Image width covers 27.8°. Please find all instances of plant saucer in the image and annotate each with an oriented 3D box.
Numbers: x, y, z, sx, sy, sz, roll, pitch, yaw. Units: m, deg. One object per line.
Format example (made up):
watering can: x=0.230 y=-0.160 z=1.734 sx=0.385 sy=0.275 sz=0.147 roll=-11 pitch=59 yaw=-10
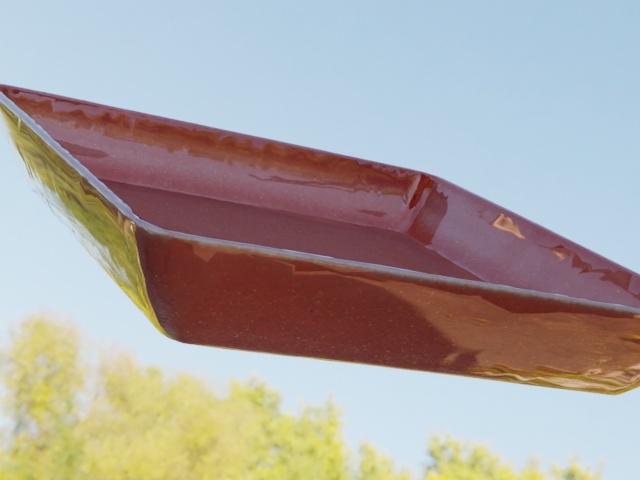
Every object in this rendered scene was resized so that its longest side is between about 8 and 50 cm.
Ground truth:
plant saucer: x=0.000 y=0.000 z=0.560 sx=0.259 sy=0.048 sz=0.258 roll=10 pitch=12 yaw=-28
